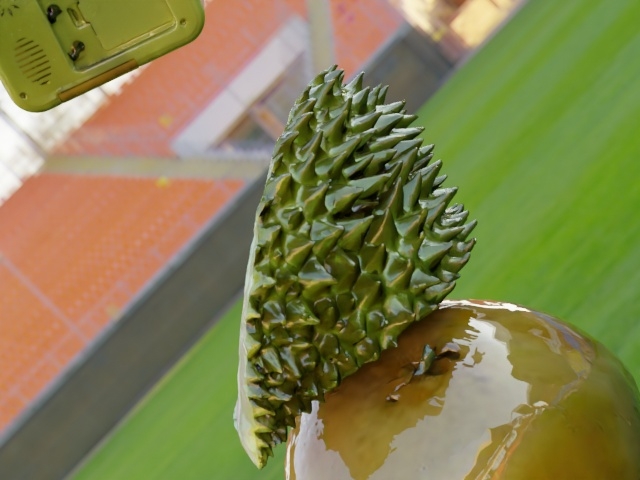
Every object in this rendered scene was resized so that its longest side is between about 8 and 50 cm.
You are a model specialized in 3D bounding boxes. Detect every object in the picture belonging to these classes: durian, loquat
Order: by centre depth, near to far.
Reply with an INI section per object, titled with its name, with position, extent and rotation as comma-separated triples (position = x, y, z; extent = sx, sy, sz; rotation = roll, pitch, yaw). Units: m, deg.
[loquat]
position = 0.100, 0.165, 1.158
extent = 0.263, 0.263, 0.263
rotation = -45, 2, 2
[durian]
position = 0.006, -0.007, 1.166
extent = 0.169, 0.157, 0.355
rotation = -45, 7, 25

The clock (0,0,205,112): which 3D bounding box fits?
[clock]
position = -0.219, -0.221, 1.589
extent = 0.202, 0.143, 0.096
rotation = -24, 25, 4
